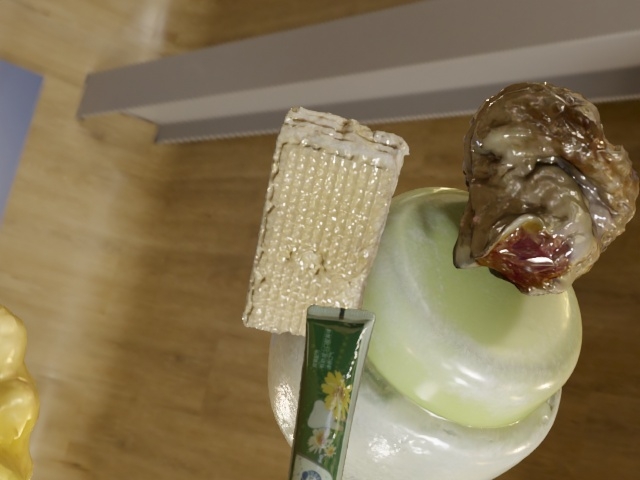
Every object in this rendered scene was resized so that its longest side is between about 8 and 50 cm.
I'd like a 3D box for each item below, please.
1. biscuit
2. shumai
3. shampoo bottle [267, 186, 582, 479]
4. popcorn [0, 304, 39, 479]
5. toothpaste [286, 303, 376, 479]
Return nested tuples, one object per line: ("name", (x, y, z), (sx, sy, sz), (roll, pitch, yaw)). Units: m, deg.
("biscuit", (0.000, 0.000, 0.940), (0.062, 0.108, 0.239), (-69, 174, -50))
("shumai", (0.194, -0.033, 1.048), (0.185, 0.184, 0.218), (-47, 173, -10))
("shampoo bottle", (0.105, 0.124, 1.186), (0.317, 0.322, 0.322), (124, -32, -43))
("popcorn", (-0.288, 0.083, 0.328), (0.354, 0.390, 0.344), (58, -32, 13))
("toothpaste", (-0.001, 0.135, 0.694), (0.031, 0.049, 0.204), (77, 20, -61))
